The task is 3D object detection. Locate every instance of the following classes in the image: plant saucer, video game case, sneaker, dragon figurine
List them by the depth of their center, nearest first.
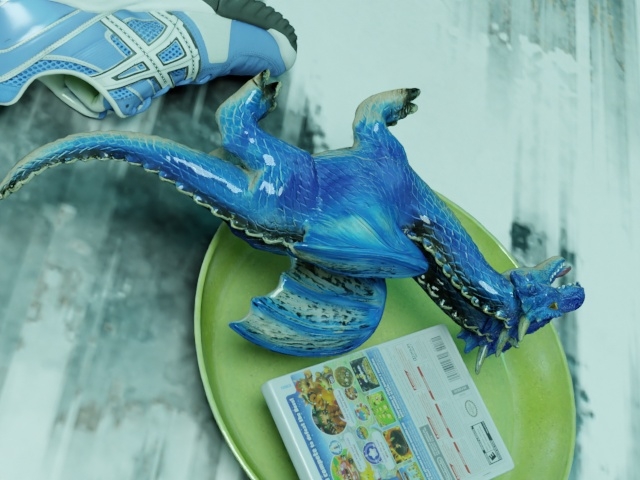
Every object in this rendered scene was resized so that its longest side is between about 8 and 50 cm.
[{"bbox_3d":[0.000,0.000,0.543,0.289,0.085,0.144,1,55,-31],"label":"dragon figurine"},{"bbox_3d":[0.037,0.096,0.566,0.122,0.011,0.087,-13,71,-37],"label":"video game case"},{"bbox_3d":[0.035,0.069,0.614,0.241,0.037,0.241,16,55,-24],"label":"plant saucer"},{"bbox_3d":[-0.105,-0.108,0.622,0.211,0.080,0.081,1,94,-37],"label":"sneaker"}]
